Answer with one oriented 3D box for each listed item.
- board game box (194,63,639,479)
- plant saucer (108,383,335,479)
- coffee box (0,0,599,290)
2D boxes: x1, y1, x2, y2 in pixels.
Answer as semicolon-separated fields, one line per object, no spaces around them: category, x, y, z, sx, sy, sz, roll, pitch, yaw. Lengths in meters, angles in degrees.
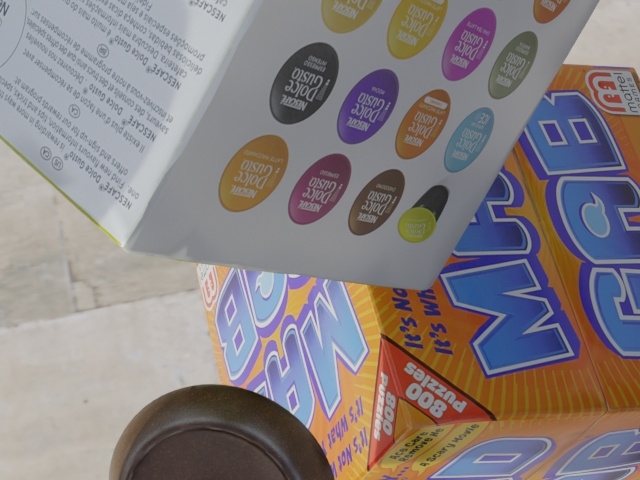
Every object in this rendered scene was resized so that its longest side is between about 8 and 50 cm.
board game box;0.125;0.076;1.225;0.356;0.356;0.357;123;140;-51
plant saucer;-0.072;0.184;0.898;0.168;0.029;0.169;3;103;12
coffee box;-0.046;-0.198;0.864;0.338;0.337;0.334;38;105;31
